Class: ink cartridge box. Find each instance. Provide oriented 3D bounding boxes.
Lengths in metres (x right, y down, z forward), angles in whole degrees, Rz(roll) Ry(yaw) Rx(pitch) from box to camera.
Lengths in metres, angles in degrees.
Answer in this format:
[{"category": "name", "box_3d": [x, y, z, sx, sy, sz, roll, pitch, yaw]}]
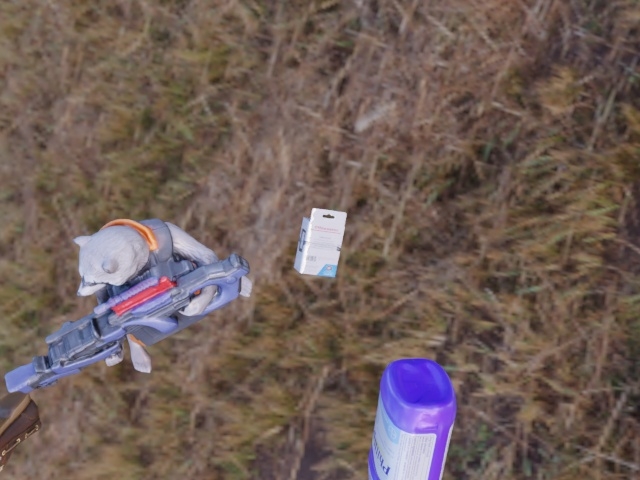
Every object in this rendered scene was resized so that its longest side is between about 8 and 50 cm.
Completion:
[{"category": "ink cartridge box", "box_3d": [0.000, 0.000, 1.473, 0.028, 0.048, 0.083, -141, 61, -68]}]

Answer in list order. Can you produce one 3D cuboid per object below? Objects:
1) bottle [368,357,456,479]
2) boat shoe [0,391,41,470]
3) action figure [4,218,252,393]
[{"category": "bottle", "box_3d": [0.113, 0.292, 1.564, 0.118, 0.092, 0.283, -106, 18, -53]}, {"category": "boat shoe", "box_3d": [-0.467, 0.295, 1.692, 0.073, 0.207, 0.073, -6, 112, 29]}, {"category": "action figure", "box_3d": [-0.256, 0.072, 1.545, 0.341, 0.330, 0.179, -24, 69, 0]}]
